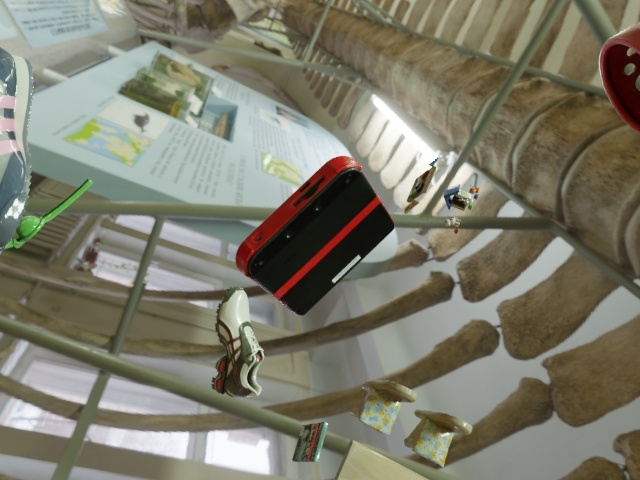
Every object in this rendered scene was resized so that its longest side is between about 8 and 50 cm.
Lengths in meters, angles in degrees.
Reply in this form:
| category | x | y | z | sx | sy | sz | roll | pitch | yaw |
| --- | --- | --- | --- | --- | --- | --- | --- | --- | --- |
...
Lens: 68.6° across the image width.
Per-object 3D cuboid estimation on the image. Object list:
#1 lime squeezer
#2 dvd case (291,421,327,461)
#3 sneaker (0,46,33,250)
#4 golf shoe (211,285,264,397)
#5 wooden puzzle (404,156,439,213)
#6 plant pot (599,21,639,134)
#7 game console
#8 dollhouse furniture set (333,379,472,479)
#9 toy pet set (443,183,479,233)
| category | x | y | z | sx | sy | sz | roll | pitch | yaw |
| --- | --- | --- | --- | --- | --- | --- | --- | --- | --- |
| lime squeezer | -0.592 | -0.039 | 0.896 | 0.059 | 0.311 | 0.109 | 1 | -75 | 55 |
| dvd case | -0.026 | 0.473 | 1.100 | 0.119 | 0.013 | 0.087 | -38 | -153 | 52 |
| sneaker | -0.481 | -0.138 | 0.639 | 0.112 | 0.131 | 0.318 | -25 | -113 | 28 |
| golf shoe | -0.189 | 0.248 | 1.150 | 0.105 | 0.120 | 0.272 | -4 | 97 | -62 |
| wooden puzzle | 0.203 | -0.114 | 0.956 | 0.116 | 0.014 | 0.078 | -65 | -168 | -26 |
| plant pot | 0.578 | -0.279 | 0.742 | 0.174 | 0.191 | 0.191 | -28 | -149 | 11 |
| game console | 0.000 | 0.000 | 1.208 | 0.386 | 0.342 | 0.060 | -43 | -128 | -1 |
| dollhouse furniture set | 0.213 | 0.504 | 0.839 | 0.362 | 0.394 | 0.256 | -63 | -172 | -22 |
| toy pet set | 0.339 | -0.099 | 1.169 | 0.114 | 0.065 | 0.122 | -59 | 171 | -53 |
